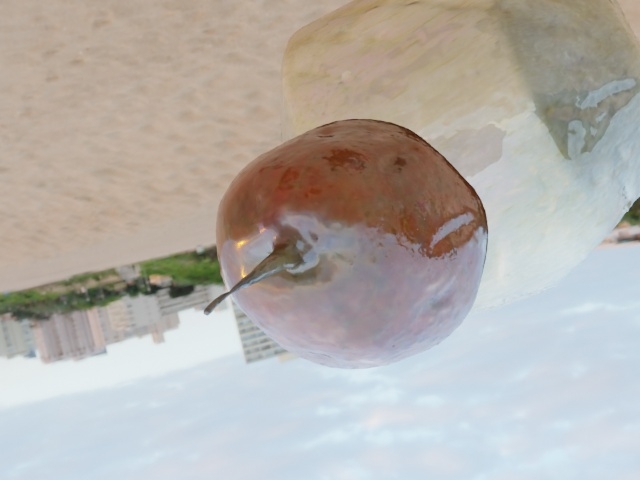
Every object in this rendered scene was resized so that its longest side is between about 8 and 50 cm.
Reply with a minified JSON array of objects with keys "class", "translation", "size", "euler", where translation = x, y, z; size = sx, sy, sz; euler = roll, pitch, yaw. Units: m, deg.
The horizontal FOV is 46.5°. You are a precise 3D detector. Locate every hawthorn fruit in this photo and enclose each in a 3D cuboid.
[{"class":"hawthorn fruit","translation":[0.015,-0.005,0.397],"size":[0.149,0.149,0.189],"euler":[-13,161,5]}]

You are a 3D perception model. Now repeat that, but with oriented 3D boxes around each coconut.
[{"class":"coconut","translation":[0.133,-0.093,0.778],"size":[0.415,0.345,0.415],"euler":[-19,169,-4]}]
